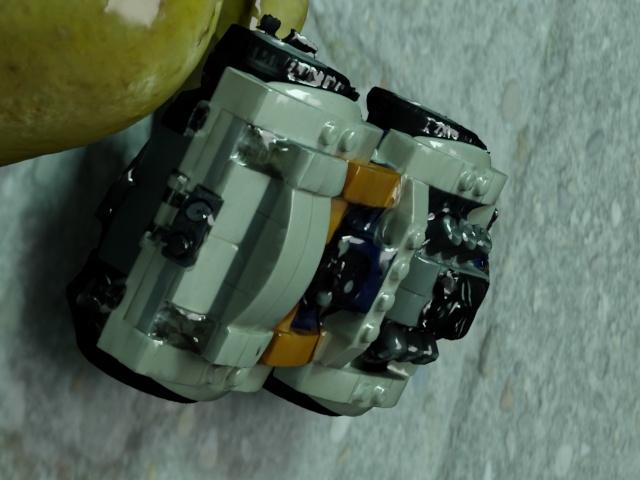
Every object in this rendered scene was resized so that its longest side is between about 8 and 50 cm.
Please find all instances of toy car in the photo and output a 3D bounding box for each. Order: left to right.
[{"bbox_3d":[0.002,0.001,1.045,0.301,0.118,0.193,17,101,-56],"label":"toy car"}]

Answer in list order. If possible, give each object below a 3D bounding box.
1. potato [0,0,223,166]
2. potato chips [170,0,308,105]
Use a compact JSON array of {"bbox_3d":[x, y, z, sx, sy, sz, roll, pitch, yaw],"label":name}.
[{"bbox_3d":[-0.118,-0.116,0.874,0.203,0.158,0.178,-20,110,-60],"label":"potato"},{"bbox_3d":[-0.038,-0.204,1.062,0.057,0.080,0.407,6,88,-67],"label":"potato chips"}]
